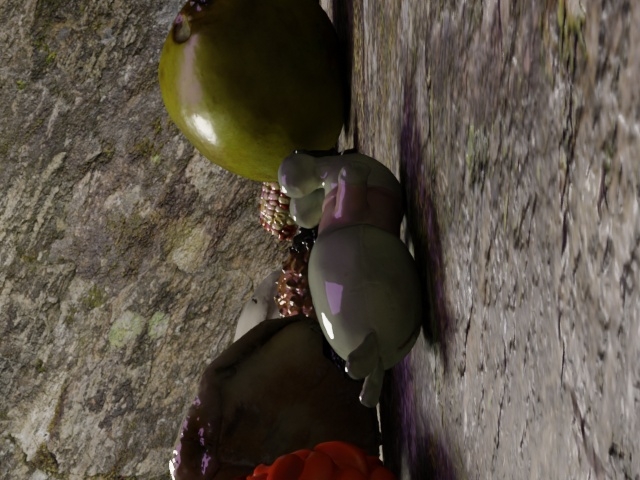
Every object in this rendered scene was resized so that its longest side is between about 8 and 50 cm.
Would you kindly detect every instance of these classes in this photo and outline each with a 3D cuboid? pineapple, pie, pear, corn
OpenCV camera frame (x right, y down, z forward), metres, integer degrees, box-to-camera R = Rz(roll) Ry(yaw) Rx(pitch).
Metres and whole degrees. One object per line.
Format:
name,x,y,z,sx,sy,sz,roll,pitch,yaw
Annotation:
pineapple,-0.001,0.000,1.518,0.128,0.128,0.248,-175,84,-86
pie,-0.038,0.246,1.384,0.075,0.337,0.338,2,99,44
pear,-0.086,-0.225,1.590,0.269,0.269,0.321,-99,-13,-46
corn,-0.047,-0.140,1.815,0.092,0.092,0.281,-115,37,-79

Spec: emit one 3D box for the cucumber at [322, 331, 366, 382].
cucumber,0.037,0.045,1.357,0.074,0.074,0.241,158,110,-86

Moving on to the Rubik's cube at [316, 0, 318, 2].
Rubik's cube,-0.089,-0.465,1.964,0.155,0.154,0.151,-111,18,-74

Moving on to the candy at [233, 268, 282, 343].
candy,-0.045,0.187,1.899,0.295,0.185,0.296,-173,90,-74

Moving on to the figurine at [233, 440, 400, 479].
figurine,0.006,0.392,1.182,0.306,0.241,0.412,-124,19,-68

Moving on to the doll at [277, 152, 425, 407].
doll,0.040,0.018,1.065,0.155,0.113,0.275,77,177,-49
